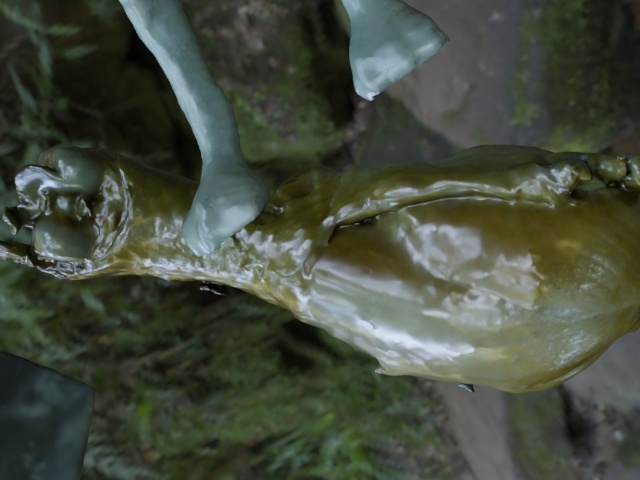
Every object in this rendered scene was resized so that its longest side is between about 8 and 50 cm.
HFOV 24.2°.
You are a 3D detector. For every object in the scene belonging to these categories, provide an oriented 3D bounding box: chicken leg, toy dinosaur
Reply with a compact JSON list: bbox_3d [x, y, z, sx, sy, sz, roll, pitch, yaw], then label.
[{"bbox_3d":[0.000,0.000,0.931,0.201,0.429,0.153,78,-159,-69],"label":"chicken leg"},{"bbox_3d":[-0.034,-0.116,0.522,0.092,0.393,0.205,-34,86,39],"label":"toy dinosaur"}]

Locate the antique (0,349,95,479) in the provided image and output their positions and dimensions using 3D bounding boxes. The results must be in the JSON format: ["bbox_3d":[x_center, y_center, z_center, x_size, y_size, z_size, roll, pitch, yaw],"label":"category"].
[{"bbox_3d":[-0.139,0.122,0.444,0.086,0.088,0.183,-31,42,46],"label":"antique"}]
